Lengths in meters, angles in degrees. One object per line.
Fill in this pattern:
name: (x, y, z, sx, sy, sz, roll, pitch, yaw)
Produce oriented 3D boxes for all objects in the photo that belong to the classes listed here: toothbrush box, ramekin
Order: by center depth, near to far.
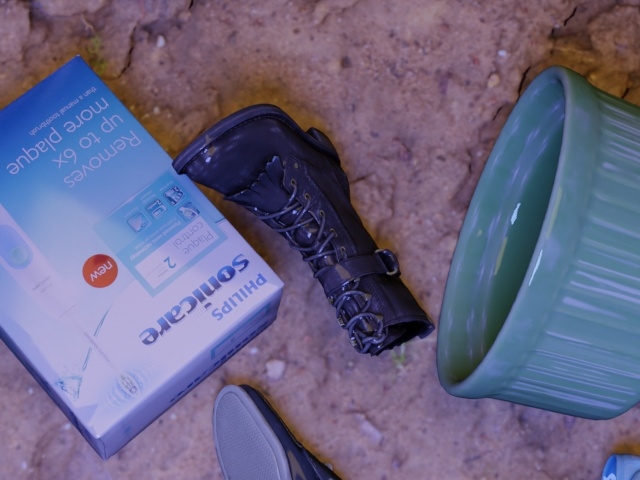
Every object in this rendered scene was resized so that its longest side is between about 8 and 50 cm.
ramekin: (0.224, 0.012, 1.211, 0.148, 0.303, 0.303, 18, 71, -6)
toothbrush box: (-0.209, 0.017, 1.258, 0.216, 0.126, 0.295, -38, 80, -15)

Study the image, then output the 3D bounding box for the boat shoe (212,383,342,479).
boat shoe: (-0.020, 0.229, 1.240, 0.079, 0.084, 0.233, -12, 60, -48)

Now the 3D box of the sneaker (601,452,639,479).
sneaker: (0.330, 0.243, 1.222, 0.366, 0.135, 0.150, -20, 77, -12)

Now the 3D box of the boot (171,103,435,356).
boot: (0.000, 0.000, 1.235, 0.091, 0.263, 0.229, -38, 69, 24)
